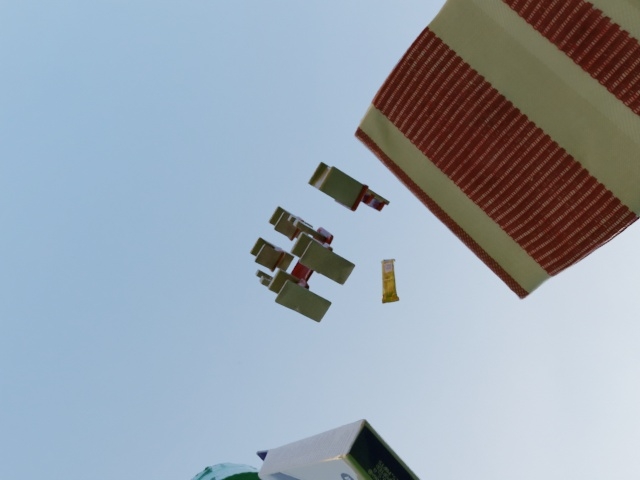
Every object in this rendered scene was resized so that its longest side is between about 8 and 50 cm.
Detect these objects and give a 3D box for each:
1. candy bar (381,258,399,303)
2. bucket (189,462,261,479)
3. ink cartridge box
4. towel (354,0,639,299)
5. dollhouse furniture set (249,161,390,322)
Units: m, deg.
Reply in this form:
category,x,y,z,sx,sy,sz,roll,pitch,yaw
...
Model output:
category,x,y,z,sx,sy,sz,roll,pitch,yaw
candy bar,0.164,0.092,1.113,0.040,0.018,0.162,-12,-148,13
bucket,-0.147,0.538,0.817,0.280,0.183,0.282,9,-118,-16
ink cartridge box,0.043,0.291,0.465,0.223,0.224,0.045,47,-134,-1
towel,0.200,-0.135,0.364,0.237,0.329,0.037,47,-147,11
dollhouse furniture set,0.000,0.000,0.866,0.135,0.262,0.259,30,-85,-23
